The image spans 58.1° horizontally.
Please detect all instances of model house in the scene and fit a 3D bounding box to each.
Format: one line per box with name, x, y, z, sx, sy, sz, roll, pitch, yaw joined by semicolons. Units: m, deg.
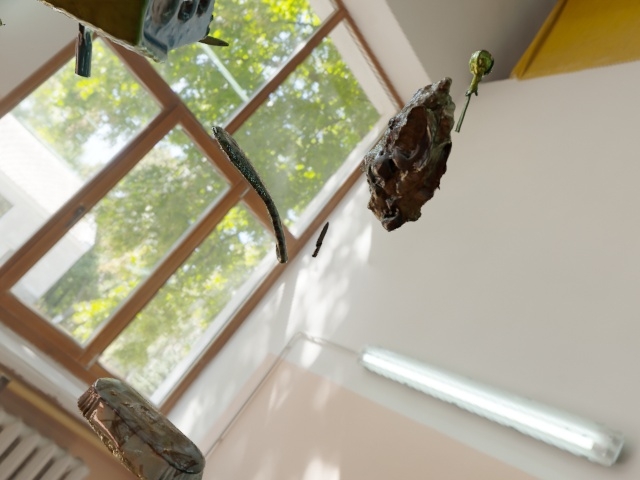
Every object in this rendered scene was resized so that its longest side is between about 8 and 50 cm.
model house;-0.291;-0.385;0.800;0.237;0.303;0.216;27;-52;-2

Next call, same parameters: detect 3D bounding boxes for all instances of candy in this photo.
candy;0.476;-0.468;1.815;0.077;0.262;0.073;10;15;-25

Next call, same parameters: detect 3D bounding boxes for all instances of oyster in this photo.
oyster;0.206;-0.192;1.312;0.221;0.096;0.361;54;-52;20

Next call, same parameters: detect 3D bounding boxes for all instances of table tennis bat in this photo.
table tennis bat;-0.580;-0.578;1.447;0.044;0.329;0.215;9;14;-16

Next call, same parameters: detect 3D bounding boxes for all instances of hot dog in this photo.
hot dog;-0.310;0.343;1.011;0.267;0.075;0.144;35;4;21

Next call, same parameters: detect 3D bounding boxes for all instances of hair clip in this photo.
hair clip;-0.091;-0.065;0.831;0.066;0.036;0.229;-117;-178;-66

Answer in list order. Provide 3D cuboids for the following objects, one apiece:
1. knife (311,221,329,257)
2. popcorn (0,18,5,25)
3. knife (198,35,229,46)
knife;0.000;0.000;1.675;0.170;0.023;0.010;113;-38;-48
popcorn;-0.626;-0.396;0.980;0.135;0.141;0.162;22;-29;35
knife;-0.438;-0.668;1.854;0.292;0.020;0.043;11;-47;-6
